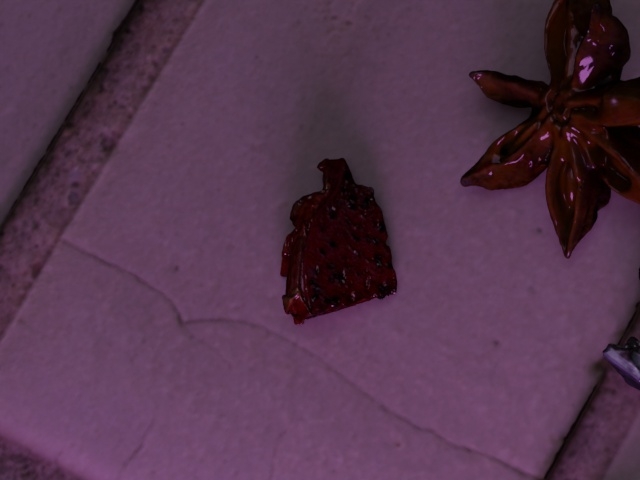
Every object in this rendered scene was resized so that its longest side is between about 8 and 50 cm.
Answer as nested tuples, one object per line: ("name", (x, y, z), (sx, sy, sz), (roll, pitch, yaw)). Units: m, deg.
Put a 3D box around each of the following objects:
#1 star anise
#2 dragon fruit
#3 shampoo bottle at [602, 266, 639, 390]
("star anise", (0.212, -0.095, 1.429), (0.196, 0.111, 0.212), (35, 105, 48))
("dragon fruit", (-0.001, 0.002, 1.483), (0.097, 0.063, 0.131), (-5, 75, -28))
("shampoo bottle", (0.332, -0.012, 1.410), (0.098, 0.071, 0.309), (36, 85, 10))
